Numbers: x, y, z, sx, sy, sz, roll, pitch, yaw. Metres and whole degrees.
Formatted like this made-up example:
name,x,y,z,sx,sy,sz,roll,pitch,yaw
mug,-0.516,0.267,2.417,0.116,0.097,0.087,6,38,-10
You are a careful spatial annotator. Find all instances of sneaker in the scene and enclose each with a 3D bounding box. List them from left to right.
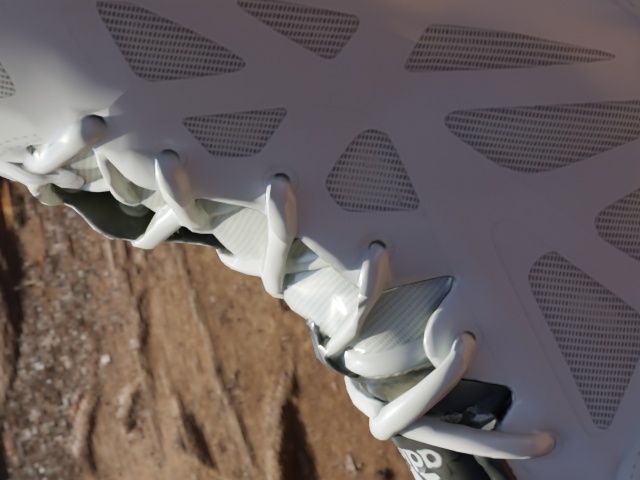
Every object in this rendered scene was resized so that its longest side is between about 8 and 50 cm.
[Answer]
name,x,y,z,sx,sy,sz,roll,pitch,yaw
sneaker,0.001,0.000,0.373,0.169,0.448,0.257,180,86,-77
